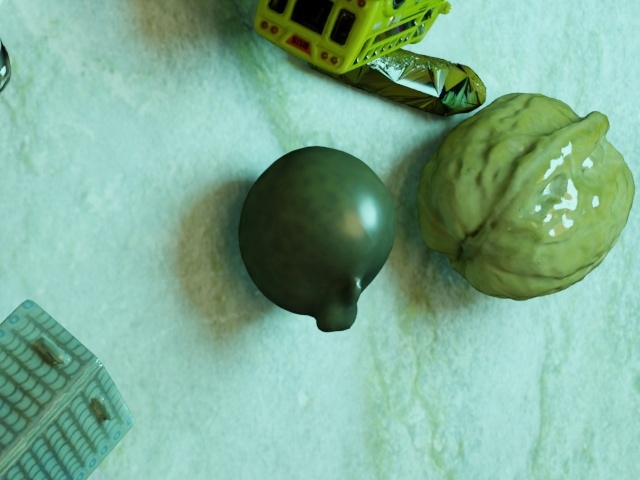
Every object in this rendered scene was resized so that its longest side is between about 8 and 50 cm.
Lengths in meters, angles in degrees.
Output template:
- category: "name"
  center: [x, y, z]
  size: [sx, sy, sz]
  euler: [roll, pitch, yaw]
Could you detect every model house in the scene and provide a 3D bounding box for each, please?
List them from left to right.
- category: "model house"
  center: [-0.324, 0.187, 1.675]
  size: [0.224, 0.215, 0.198]
  euler: [-47, 110, -25]

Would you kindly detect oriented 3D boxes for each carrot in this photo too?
- category: "carrot"
  center: [0.085, -0.190, 2.042]
  size: [0.229, 0.069, 0.069]
  euler: [14, 80, -29]

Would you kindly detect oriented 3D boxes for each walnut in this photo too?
- category: "walnut"
  center: [0.238, -0.056, 2.044]
  size: [0.224, 0.257, 0.257]
  euler: [42, 63, 11]

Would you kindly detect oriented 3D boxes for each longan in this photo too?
- category: "longan"
  center: [0.000, 0.000, 1.901]
  size: [0.159, 0.185, 0.204]
  euler: [6, 63, -35]

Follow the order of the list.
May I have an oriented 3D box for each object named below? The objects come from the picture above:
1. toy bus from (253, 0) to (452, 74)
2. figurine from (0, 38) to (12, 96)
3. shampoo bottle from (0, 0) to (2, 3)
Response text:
- category: "toy bus"
  center: [0.055, -0.281, 1.930]
  size: [0.331, 0.145, 0.151]
  euler: [-33, 147, -63]
- category: "figurine"
  center: [-0.413, -0.112, 1.642]
  size: [0.320, 0.196, 0.323]
  euler: [31, 62, -34]
- category: "shampoo bottle"
  center: [-0.380, -0.272, 1.757]
  size: [0.152, 0.045, 0.077]
  euler: [23, 67, -32]
